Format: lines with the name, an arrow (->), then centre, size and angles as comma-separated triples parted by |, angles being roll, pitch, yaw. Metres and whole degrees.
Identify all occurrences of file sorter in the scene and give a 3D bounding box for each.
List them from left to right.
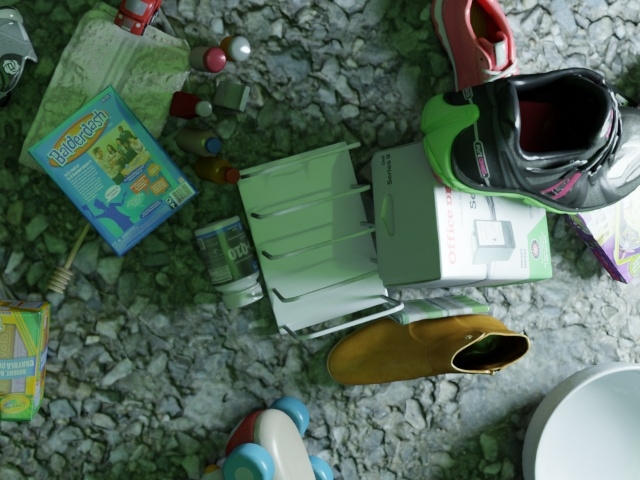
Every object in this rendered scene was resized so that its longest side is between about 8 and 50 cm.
file sorter -> 0.000, 0.000, 1.437 | 0.192, 0.173, 0.278 | -17, 96, -9

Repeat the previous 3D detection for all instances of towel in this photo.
towel -> -0.328, -0.212, 1.424 | 0.187, 0.049, 0.282 | 23, 89, -11
towel -> 0.188, 0.116, 1.509 | 0.151, 0.113, 0.023 | -5, 99, -12

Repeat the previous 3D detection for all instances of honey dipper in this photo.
honey dipper -> -0.380, 0.007, 1.437 | 0.030, 0.030, 0.161 | 29, 84, -11

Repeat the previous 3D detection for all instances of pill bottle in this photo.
pill bottle -> -0.144, 0.035, 1.458 | 0.078, 0.078, 0.137 | -21, 97, -9

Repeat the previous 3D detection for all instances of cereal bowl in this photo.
cereal bowl -> 0.496, 0.367, 1.568 | 0.338, 0.141, 0.339 | -1, 94, -11

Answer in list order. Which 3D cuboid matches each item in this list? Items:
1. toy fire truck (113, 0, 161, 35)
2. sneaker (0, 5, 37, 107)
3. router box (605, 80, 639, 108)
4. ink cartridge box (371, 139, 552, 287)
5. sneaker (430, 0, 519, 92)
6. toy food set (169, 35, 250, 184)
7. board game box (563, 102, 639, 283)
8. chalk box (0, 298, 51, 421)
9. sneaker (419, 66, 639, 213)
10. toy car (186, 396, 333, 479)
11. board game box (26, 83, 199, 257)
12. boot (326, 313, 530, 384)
toy fire truck -> -0.252, -0.398, 1.384 | 0.047, 0.192, 0.135 | 24, 117, -10
sneaker -> -0.531, -0.248, 1.366 | 0.228, 0.086, 0.132 | -27, 100, -9
router box -> 0.477, -0.174, 1.583 | 0.133, 0.046, 0.179 | 31, 87, -13
ink cartridge box -> 0.224, -0.034, 1.421 | 0.289, 0.121, 0.211 | 1, 82, -44
sneaker -> 0.271, -0.277, 1.492 | 0.115, 0.136, 0.314 | -23, 97, -8
toy food set -> -0.157, -0.207, 1.410 | 0.111, 0.104, 0.232 | 15, 92, -36
board game box -> 0.573, -0.120, 1.572 | 0.347, 0.056, 0.208 | -46, 110, -9
chalk box -> -0.485, 0.199, 1.374 | 0.132, 0.132, 0.213 | 4, 93, -11
sneaker -> 0.367, -0.143, 1.332 | 0.482, 0.202, 0.185 | -4, 80, -38
toy car -> -0.134, 0.389, 1.446 | 0.237, 0.219, 0.210 | -19, 97, 19
board game box -> -0.312, -0.105, 1.388 | 0.160, 0.047, 0.210 | -39, 105, -5
boot -> 0.166, 0.178, 1.458 | 0.295, 0.211, 0.104 | -14, 95, -10
